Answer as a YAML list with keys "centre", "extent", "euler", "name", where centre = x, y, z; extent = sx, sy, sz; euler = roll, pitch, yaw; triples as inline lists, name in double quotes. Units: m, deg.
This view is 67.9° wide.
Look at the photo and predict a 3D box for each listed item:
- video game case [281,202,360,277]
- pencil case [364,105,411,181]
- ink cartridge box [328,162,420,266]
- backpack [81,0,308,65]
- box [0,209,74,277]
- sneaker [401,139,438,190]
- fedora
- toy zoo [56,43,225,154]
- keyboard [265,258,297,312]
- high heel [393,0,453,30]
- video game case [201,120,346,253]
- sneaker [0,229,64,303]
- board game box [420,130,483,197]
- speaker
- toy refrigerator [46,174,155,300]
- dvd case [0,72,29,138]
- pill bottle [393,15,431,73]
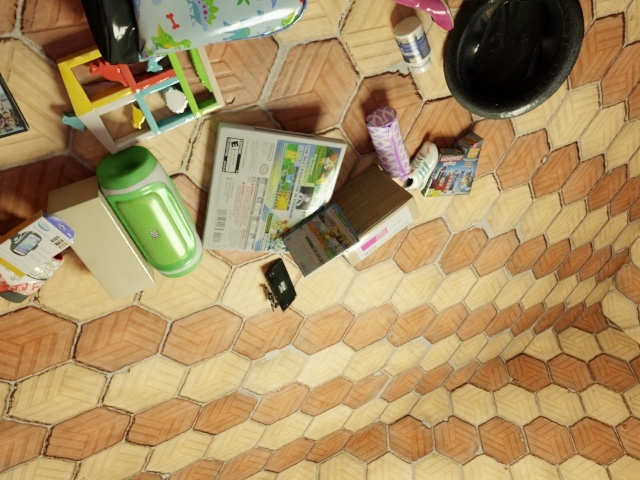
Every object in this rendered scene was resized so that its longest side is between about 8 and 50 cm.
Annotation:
- centre: [0.000, 0.000, 1.189]
  extent: [0.166, 0.119, 0.015]
  euler: [-34, 166, 8]
  name: "video game case"
- centre: [0.183, -0.254, 1.249]
  extent: [0.086, 0.088, 0.206]
  euler: [-38, 139, -6]
  name: "pencil case"
- centre: [0.115, -0.072, 1.279]
  extent: [0.234, 0.193, 0.088]
  euler: [-37, 137, -1]
  name: "ink cartridge box"
- centre: [-0.182, -0.435, 0.738]
  extent: [0.355, 0.273, 0.290]
  euler: [-23, 133, -27]
  name: "backpack"
- centre: [-0.537, 0.003, 0.894]
  extent: [0.136, 0.028, 0.081]
  euler: [-36, 136, -6]
  name: "box"
- centre: [0.282, -0.211, 1.376]
  extent: [0.075, 0.057, 0.161]
  euler: [-12, 134, -34]
  name: "sneaker"
- centre: [0.475, -0.471, 1.180]
  extent: [0.152, 0.334, 0.334]
  euler: [-29, 147, -58]
  name: "fedora"
- centre: [-0.347, -0.286, 0.900]
  extent: [0.293, 0.030, 0.192]
  euler: [-27, 136, -13]
  name: "toy zoo"
- centre: [-0.131, 0.139, 1.419]
  extent: [0.100, 0.038, 0.192]
  euler: [-47, 142, -27]
  name: "keyboard"
- centre: [0.213, -0.529, 1.064]
  extent: [0.117, 0.082, 0.244]
  euler: [-25, 158, 27]
  name: "high heel"
- centre: [-0.120, -0.111, 1.157]
  extent: [0.300, 0.036, 0.329]
  euler: [4, 123, -21]
  name: "video game case"
- centre: [-0.634, 0.005, 0.913]
  extent: [0.145, 0.090, 0.270]
  euler: [-41, 138, -4]
  name: "sneaker"
- centre: [0.403, -0.231, 1.440]
  extent: [0.194, 0.060, 0.194]
  euler: [-6, 127, -30]
  name: "board game box"
- centre: [-0.356, -0.052, 1.024]
  extent: [0.131, 0.131, 0.296]
  euler: [-27, 136, -12]
  name: "speaker"
- centre: [-0.462, 0.000, 1.023]
  extent: [0.102, 0.094, 0.269]
  euler: [-22, 135, -8]
  name: "toy refrigerator"
- centre: [-0.611, -0.262, 0.747]
  extent: [0.180, 0.022, 0.253]
  euler: [-22, 135, -18]
  name: "dvd case"
- centre: [0.221, -0.456, 1.118]
  extent: [0.067, 0.067, 0.120]
  euler: [-40, 137, 2]
  name: "pill bottle"
